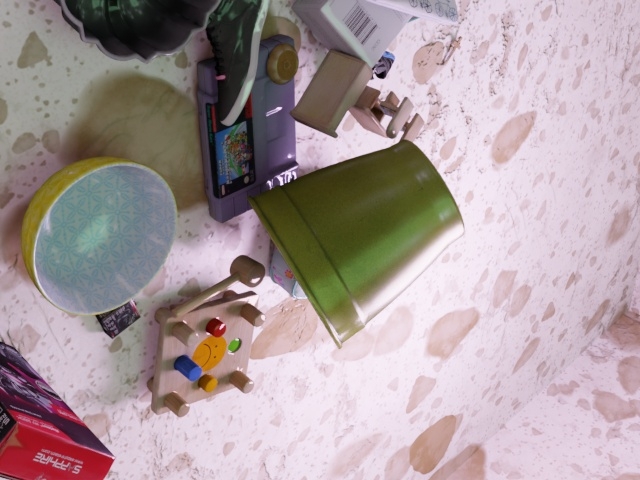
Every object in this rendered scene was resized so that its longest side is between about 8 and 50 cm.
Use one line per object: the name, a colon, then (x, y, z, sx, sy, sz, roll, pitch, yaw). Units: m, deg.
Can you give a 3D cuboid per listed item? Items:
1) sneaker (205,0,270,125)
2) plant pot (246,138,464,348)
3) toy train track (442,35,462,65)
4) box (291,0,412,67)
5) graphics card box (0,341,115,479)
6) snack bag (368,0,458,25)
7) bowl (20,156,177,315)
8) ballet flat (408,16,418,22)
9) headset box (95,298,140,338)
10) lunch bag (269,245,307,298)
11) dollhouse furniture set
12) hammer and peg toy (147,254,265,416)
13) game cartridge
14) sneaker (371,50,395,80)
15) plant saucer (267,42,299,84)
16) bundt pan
sneaker: (-0.188, -0.365, 1.580, 0.147, 0.104, 0.295, 9, 98, -26)
plant pot: (0.092, -0.022, 1.790, 0.353, 0.366, 0.366, -31, 139, -3)
toy train track: (0.333, -0.483, 2.203, 0.083, 0.014, 0.048, -59, 151, 9)
box: (0.073, -0.480, 1.780, 0.181, 0.119, 0.182, 43, 79, -35)
graphics card box: (-0.526, 0.265, 1.427, 0.094, 0.371, 0.233, -55, 142, -6)
snack bag: (0.165, -0.619, 1.752, 0.323, 0.037, 0.342, -3, 82, -50)
bowl: (-0.415, -0.029, 1.532, 0.290, 0.156, 0.289, -29, 134, -35)
ballet flat: (0.227, -0.544, 2.008, 0.213, 0.072, 0.068, -25, 104, -38)
headset box: (-0.409, 0.150, 1.765, 0.083, 0.032, 0.062, -41, 140, -24)
lunch bag: (0.000, 0.000, 2.072, 0.224, 0.108, 0.279, -11, 122, -47)
dollhouse furniture set: (0.065, -0.268, 1.854, 0.161, 0.212, 0.242, -59, 148, -5)
hammer and peg toy: (-0.252, 0.200, 1.903, 0.266, 0.127, 0.361, -14, 124, -41)
game cartridge: (-0.145, -0.226, 1.793, 0.230, 0.068, 0.354, -32, 136, -37)
sneaker: (0.103, -0.400, 1.948, 0.188, 0.067, 0.078, 2, 107, -53)
plant saucer: (-0.071, -0.352, 1.737, 0.083, 0.015, 0.083, -21, 122, -38)
bundt pan: (-0.307, -0.460, 1.388, 0.331, 0.124, 0.330, -29, 133, -35)
